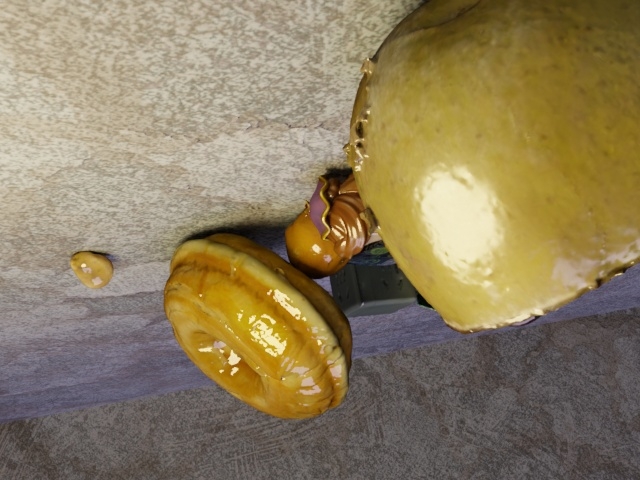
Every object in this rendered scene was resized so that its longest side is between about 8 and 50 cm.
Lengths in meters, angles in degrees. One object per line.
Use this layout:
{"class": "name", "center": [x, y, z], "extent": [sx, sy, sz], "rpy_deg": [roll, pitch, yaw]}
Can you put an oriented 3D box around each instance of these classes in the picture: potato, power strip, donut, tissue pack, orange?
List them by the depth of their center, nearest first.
{"class": "potato", "center": [0.225, -0.148, 0.807], "extent": [0.442, 0.319, 0.385], "rpy_deg": [-31, -165, 29]}
{"class": "orange", "center": [0.000, 0.000, 1.393], "extent": [0.156, 0.134, 0.156], "rpy_deg": [-51, 173, -8]}
{"class": "potato", "center": [-0.444, 0.055, 1.398], "extent": [0.062, 0.068, 0.083], "rpy_deg": [24, 167, 34]}
{"class": "donut", "center": [-0.128, 0.176, 1.427], "extent": [0.198, 0.449, 0.449], "rpy_deg": [-48, -177, -30]}
{"class": "tissue pack", "center": [0.171, -0.010, 1.535], "extent": [0.173, 0.073, 0.235], "rpy_deg": [4, 157, -40]}
{"class": "power strip", "center": [0.153, 0.105, 1.783], "extent": [0.224, 0.140, 0.139], "rpy_deg": [-3, 161, -26]}

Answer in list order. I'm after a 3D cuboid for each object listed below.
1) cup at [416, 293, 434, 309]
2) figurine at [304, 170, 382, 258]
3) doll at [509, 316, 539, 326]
{"class": "cup", "center": [0.335, 0.141, 2.015], "extent": [0.148, 0.134, 0.236], "rpy_deg": [-41, 164, 2]}
{"class": "figurine", "center": [0.104, -0.058, 1.217], "extent": [0.263, 0.189, 0.142], "rpy_deg": [-13, -162, 5]}
{"class": "doll", "center": [0.527, 0.087, 1.845], "extent": [0.318, 0.209, 0.340], "rpy_deg": [-20, 159, 15]}
